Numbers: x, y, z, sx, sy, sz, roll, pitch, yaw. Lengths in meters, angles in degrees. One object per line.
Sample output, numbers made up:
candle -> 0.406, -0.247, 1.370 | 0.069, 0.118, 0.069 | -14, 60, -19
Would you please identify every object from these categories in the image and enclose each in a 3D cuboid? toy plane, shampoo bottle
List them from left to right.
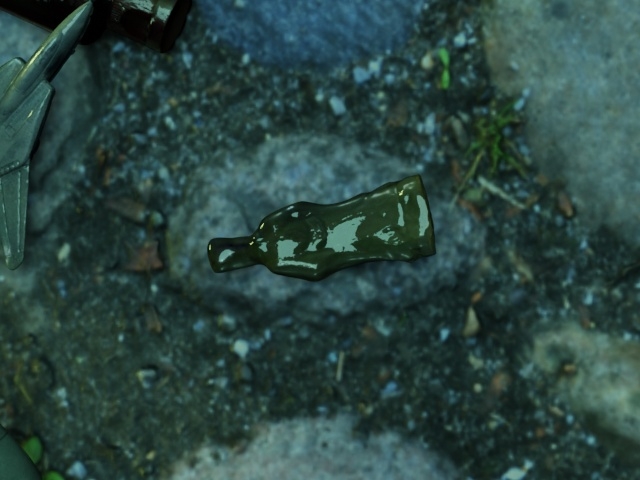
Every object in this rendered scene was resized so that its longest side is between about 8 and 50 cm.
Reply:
toy plane -> -0.298, -0.124, 1.887 | 0.212, 0.088, 0.267 | 41, 96, 9
shampoo bottle -> -0.283, -0.280, 1.920 | 0.323, 0.084, 0.129 | 23, 88, 8

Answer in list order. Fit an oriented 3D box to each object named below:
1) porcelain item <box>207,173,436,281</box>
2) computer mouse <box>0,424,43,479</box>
porcelain item -> 0.000, 0.000, 1.856 | 0.216, 0.069, 0.081 | -13, 85, 3
computer mouse -> -0.359, 0.195, 1.752 | 0.090, 0.379, 0.167 | -9, 44, 44
